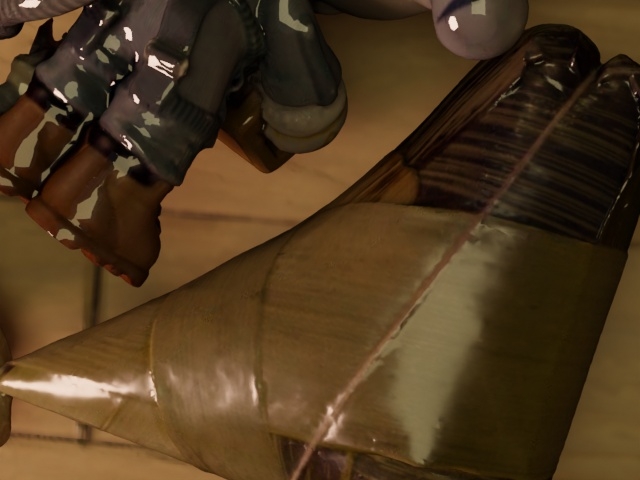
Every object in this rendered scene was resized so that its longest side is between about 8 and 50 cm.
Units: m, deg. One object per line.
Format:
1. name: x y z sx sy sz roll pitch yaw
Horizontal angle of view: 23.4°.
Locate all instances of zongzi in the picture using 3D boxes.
1. zongzi: 0.000 0.000 0.838 0.317 0.154 0.289 18 88 7

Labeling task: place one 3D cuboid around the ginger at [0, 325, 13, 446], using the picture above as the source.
1. ginger: -0.305 0.067 0.927 0.258 0.065 0.149 -10 77 13

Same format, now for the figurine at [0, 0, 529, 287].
1. figurine: -0.012 -0.151 0.817 0.261 0.186 0.382 38 91 19
